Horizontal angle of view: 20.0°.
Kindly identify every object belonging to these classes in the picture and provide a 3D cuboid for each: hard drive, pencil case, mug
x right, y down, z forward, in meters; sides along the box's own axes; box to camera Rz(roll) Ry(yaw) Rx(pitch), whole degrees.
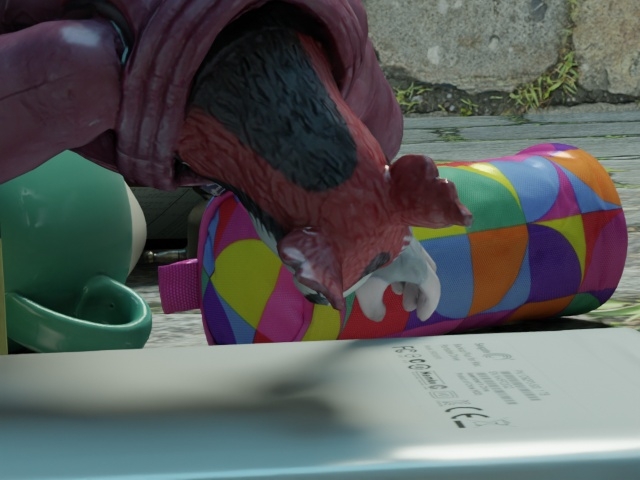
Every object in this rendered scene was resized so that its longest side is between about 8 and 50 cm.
[{"bbox_3d":[-0.021,0.068,0.610,0.308,0.040,0.203,-3,7,-6],"label":"hard drive"},{"bbox_3d":[0.044,0.005,0.890,0.236,0.104,0.104,-6,8,-39],"label":"pencil case"},{"bbox_3d":[-0.162,-0.005,0.884,0.158,0.129,0.097,5,13,41],"label":"mug"}]

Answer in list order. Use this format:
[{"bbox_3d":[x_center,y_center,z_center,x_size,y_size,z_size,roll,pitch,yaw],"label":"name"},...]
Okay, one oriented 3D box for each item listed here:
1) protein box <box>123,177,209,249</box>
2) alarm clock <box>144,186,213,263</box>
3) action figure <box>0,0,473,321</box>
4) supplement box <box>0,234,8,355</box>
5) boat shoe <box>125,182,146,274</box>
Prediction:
[{"bbox_3d":[-0.114,-0.108,1.228,0.201,0.199,0.136,-1,-22,-35],"label":"protein box"},{"bbox_3d":[0.000,0.000,1.103,0.192,0.064,0.129,6,10,30],"label":"alarm clock"},{"bbox_3d":[-0.076,-0.096,0.643,0.248,0.275,0.370,-14,34,-42],"label":"action figure"},{"bbox_3d":[-0.172,0.030,0.783,0.056,0.083,0.083,-5,8,-23],"label":"supplement box"},{"bbox_3d":[-0.277,-0.034,1.031,0.341,0.127,0.158,27,38,1],"label":"boat shoe"}]
